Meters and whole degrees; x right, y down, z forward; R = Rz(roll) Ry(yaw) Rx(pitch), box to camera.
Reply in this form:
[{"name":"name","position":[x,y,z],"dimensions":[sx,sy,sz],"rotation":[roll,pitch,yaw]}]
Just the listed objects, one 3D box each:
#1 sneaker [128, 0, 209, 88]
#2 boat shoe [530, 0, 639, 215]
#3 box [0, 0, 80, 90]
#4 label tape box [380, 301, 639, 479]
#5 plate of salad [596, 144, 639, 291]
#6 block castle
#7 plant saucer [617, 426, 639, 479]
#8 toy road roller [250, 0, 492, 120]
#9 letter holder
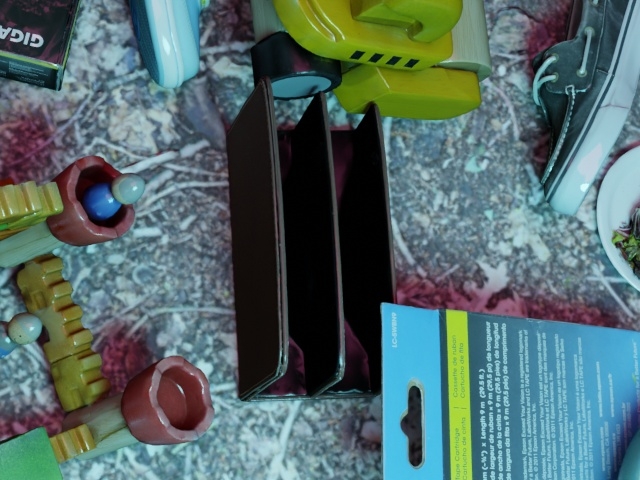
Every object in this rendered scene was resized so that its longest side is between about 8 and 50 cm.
[{"name":"sneaker","position":[-0.111,-0.327,1.596],"dimensions":[0.208,0.127,0.319],"rotation":[-5,79,-14]},{"name":"boat shoe","position":[0.296,-0.180,1.667],"dimensions":[0.119,0.121,0.335],"rotation":[22,61,2]},{"name":"box","position":[-0.405,-0.325,1.554],"dimensions":[0.322,0.079,0.257],"rotation":[14,72,-9]},{"name":"label tape box","position":[0.179,0.202,1.491],"dimensions":[0.333,0.106,0.241],"rotation":[8,73,-27]},{"name":"plate of salad","position":[0.416,-0.024,1.677],"dimensions":[0.199,0.048,0.200],"rotation":[3,76,-13]},{"name":"block castle","position":[-0.307,0.099,1.272],"dimensions":[0.453,0.213,0.303],"rotation":[-19,87,-54]},{"name":"plant saucer","position":[0.368,0.322,1.493],"dimensions":[0.317,0.043,0.318],"rotation":[20,66,-53]},{"name":"toy road roller","position":[0.084,-0.259,1.515],"dimensions":[0.329,0.240,0.203],"rotation":[3,76,-39]},{"name":"letter holder","position":[0.000,0.000,1.488],"dimensions":[0.152,0.214,0.302],"rotation":[-1,76,-13]}]
